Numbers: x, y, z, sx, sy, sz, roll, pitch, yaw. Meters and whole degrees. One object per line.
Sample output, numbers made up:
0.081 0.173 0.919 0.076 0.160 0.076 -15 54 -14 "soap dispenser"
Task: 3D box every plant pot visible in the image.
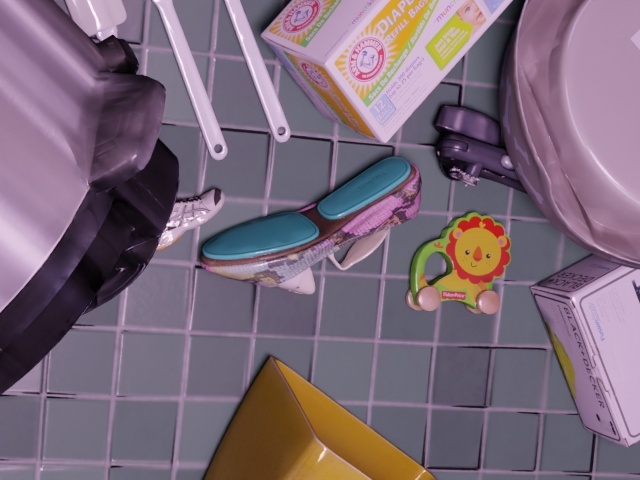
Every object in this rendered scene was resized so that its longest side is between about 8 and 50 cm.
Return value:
-0.004 0.264 1.502 0.212 0.212 0.187 37 95 -20 "plant pot"

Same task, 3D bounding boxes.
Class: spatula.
-0.120 -0.175 1.498 0.168 0.019 0.242 -25 104 -17 "spatula"

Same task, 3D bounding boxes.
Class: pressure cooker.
-0.327 -0.064 1.226 0.375 0.370 0.420 -49 129 -8 "pressure cooker"

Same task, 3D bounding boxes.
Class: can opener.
0.188 -0.068 1.604 0.186 0.059 0.073 22 88 -21 "can opener"

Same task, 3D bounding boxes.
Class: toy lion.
0.134 0.021 1.612 0.100 0.034 0.096 3 88 -21 "toy lion"

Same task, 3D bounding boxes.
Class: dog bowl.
0.323 -0.129 1.569 0.348 0.102 0.349 4 77 -16 "dog bowl"

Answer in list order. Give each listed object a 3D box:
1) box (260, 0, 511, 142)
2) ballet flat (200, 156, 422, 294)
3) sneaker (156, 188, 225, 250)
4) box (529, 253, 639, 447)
0.065 -0.205 1.503 0.203 0.103 0.114 -49 131 -9 "box"
0.000 0.000 1.541 0.221 0.077 0.079 -26 124 -17 "ballet flat"
-0.123 -0.026 1.506 0.083 0.032 0.037 -35 107 -14 "sneaker"
0.368 0.059 1.672 0.290 0.087 0.169 -28 105 -16 "box"
